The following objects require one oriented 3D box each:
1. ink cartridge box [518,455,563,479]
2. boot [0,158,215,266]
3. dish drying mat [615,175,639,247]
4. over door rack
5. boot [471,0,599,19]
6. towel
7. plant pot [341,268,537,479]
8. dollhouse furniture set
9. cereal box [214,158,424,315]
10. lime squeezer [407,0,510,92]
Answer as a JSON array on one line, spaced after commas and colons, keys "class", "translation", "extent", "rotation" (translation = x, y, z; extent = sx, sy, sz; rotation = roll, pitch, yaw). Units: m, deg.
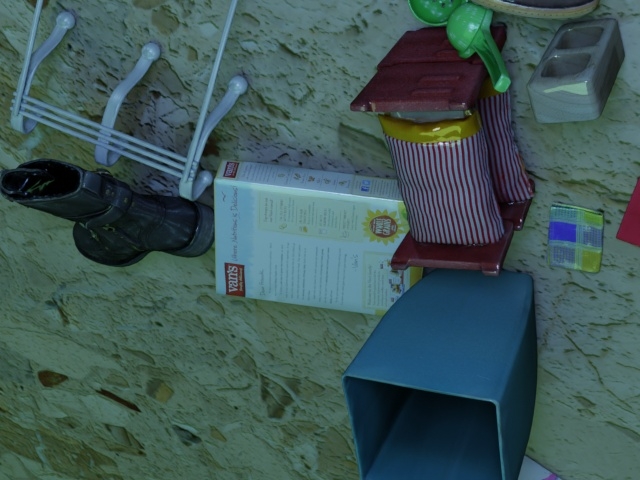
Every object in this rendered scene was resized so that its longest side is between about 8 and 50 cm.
[{"class": "ink cartridge box", "translation": [0.265, 0.349, 1.575], "extent": [0.198, 0.067, 0.115], "rotation": [33, 135, 0]}, {"class": "boot", "translation": [-0.269, -0.042, 1.427], "extent": [0.263, 0.091, 0.229], "rotation": [-5, 162, 43]}, {"class": "dish drying mat", "translation": [0.327, -0.028, 1.266], "extent": [0.032, 0.008, 0.083], "rotation": [21, 135, 13]}, {"class": "over door rack", "translation": [-0.193, -0.230, 1.327], "extent": [0.239, 0.108, 0.324], "rotation": [21, 120, 11]}, {"class": "boot", "translation": [0.149, -0.315, 1.063], "extent": [0.248, 0.090, 0.207], "rotation": [27, 137, 11]}, {"class": "towel", "translation": [0.270, -0.001, 1.319], "extent": [0.060, 0.009, 0.083], "rotation": [13, 132, 20]}, {"class": "plant pot", "translation": [0.152, 0.139, 1.343], "extent": [0.165, 0.234, 0.166], "rotation": [8, 130, 24]}, {"class": "dollhouse furniture set", "translation": [0.238, -0.089, 1.162], "extent": [0.374, 0.152, 0.201], "rotation": [1, 127, 28]}, {"class": "cereal box", "translation": [0.000, 0.000, 1.402], "extent": [0.240, 0.047, 0.173], "rotation": [8, 130, 5]}, {"class": "lime squeezer", "translation": [0.112, -0.217, 1.136], "extent": [0.059, 0.310, 0.110], "rotation": [-48, 141, 11]}]
